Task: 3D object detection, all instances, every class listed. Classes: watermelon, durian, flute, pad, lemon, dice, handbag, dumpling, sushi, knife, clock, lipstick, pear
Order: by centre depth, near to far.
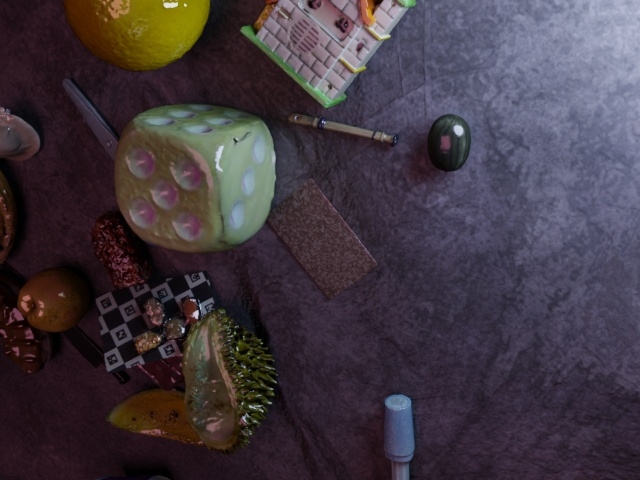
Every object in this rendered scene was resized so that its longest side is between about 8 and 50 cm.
[{"bbox_3d":[0.234,-0.175,1.330,0.078,0.078,0.110,10,115,24],"label":"watermelon"},{"bbox_3d":[0.021,-0.412,1.330,0.220,0.106,0.255,43,119,4],"label":"clock"},{"bbox_3d":[-0.348,-0.462,1.395,0.293,0.293,0.292,10,115,23],"label":"lemon"},{"bbox_3d":[0.042,-0.221,1.439,0.233,0.027,0.027,16,117,21],"label":"flute"},{"bbox_3d":[-0.246,-0.131,1.490,0.255,0.252,0.249,13,116,20],"label":"dice"},{"bbox_3d":[0.000,0.000,1.565,0.158,0.003,0.235,-38,91,34],"label":"pad"},{"bbox_3d":[0.177,0.478,1.639,0.068,0.061,0.273,5,113,23],"label":"lipstick"},{"bbox_3d":[-0.382,0.187,1.699,0.280,0.043,0.192,-12,80,0],"label":"sushi"},{"bbox_3d":[-0.215,0.330,1.719,0.198,0.163,0.394,8,117,26],"label":"durian"},{"bbox_3d":[-0.388,0.252,1.793,0.225,0.135,0.146,42,117,9],"label":"handbag"},{"bbox_3d":[-0.769,-0.252,1.803,0.155,0.181,0.111,17,82,-6],"label":"dumpling"},{"bbox_3d":[-0.402,0.459,1.887,0.301,0.129,0.123,5,114,17],"label":"watermelon"},{"bbox_3d":[-0.691,0.156,1.888,0.178,0.178,0.177,10,115,23],"label":"pear"},{"bbox_3d":[-0.623,0.315,2.011,0.245,0.019,0.072,42,127,9],"label":"knife"},{"bbox_3d":[-0.887,0.069,2.046,0.170,0.010,0.023,34,128,9],"label":"knife"}]

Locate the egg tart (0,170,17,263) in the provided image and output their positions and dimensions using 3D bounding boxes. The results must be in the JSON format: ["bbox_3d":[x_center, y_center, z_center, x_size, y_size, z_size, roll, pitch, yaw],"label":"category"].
[{"bbox_3d":[-0.974,-0.088,1.928,0.388,0.169,0.387,13,120,22],"label":"egg tart"}]

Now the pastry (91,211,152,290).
[{"bbox_3d":[-0.486,0.031,1.777,0.115,0.097,0.208,-20,99,22],"label":"pastry"}]

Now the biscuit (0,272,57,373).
[{"bbox_3d":[-0.909,0.218,2.058,0.367,0.115,0.268,7,115,23],"label":"biscuit"}]

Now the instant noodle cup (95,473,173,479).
[{"bbox_3d":[-0.509,0.760,2.014,0.190,0.251,0.251,-19,101,23],"label":"instant noodle cup"}]

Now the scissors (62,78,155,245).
[{"bbox_3d":[-0.465,-0.193,1.707,0.193,0.029,0.447,-34,93,33],"label":"scissors"}]
